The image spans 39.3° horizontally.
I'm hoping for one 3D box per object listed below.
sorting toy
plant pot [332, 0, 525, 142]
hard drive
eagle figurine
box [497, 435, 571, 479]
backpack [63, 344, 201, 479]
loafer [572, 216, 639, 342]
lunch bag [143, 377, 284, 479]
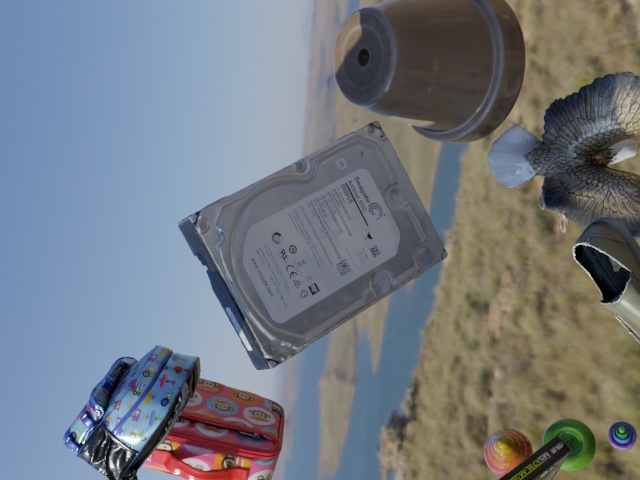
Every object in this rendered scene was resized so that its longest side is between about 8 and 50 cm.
[{"bbox_3d":[0.567,0.480,2.144,0.126,0.366,0.127,53,-151,-59],"label":"sorting toy"},{"bbox_3d":[0.151,-0.281,1.417,0.263,0.229,0.262,11,104,51],"label":"plant pot"},{"bbox_3d":[0.000,0.000,1.272,0.236,0.339,0.064,63,152,-3],"label":"hard drive"},{"bbox_3d":[0.440,-0.133,1.437,0.225,0.226,0.298,-46,11,-6],"label":"eagle figurine"},{"bbox_3d":[0.370,0.470,1.679,0.045,0.184,0.190,43,144,28],"label":"box"},{"bbox_3d":[-0.240,0.213,1.191,0.173,0.117,0.158,-53,4,27],"label":"backpack"},{"bbox_3d":[0.427,0.085,1.222,0.251,0.087,0.094,56,142,21],"label":"loafer"},{"bbox_3d":[-0.217,0.363,1.659,0.258,0.293,0.120,-88,13,-73],"label":"lunch bag"}]
